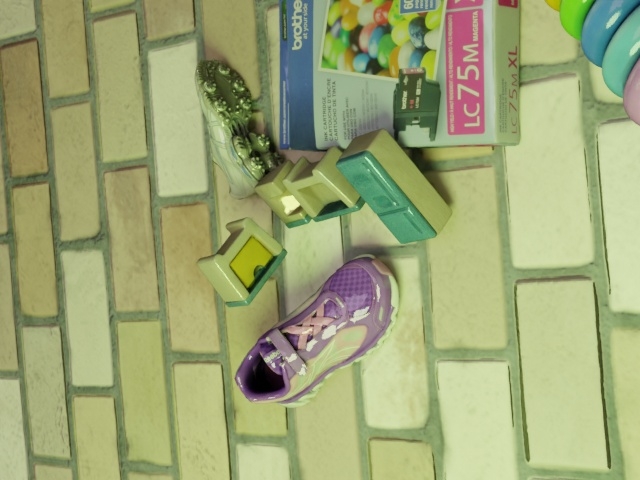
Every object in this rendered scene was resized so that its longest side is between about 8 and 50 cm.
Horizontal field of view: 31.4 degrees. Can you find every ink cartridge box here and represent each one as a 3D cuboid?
[{"bbox_3d":[0.062,-0.189,1.205,0.311,0.065,0.186,2,94,39],"label":"ink cartridge box"}]

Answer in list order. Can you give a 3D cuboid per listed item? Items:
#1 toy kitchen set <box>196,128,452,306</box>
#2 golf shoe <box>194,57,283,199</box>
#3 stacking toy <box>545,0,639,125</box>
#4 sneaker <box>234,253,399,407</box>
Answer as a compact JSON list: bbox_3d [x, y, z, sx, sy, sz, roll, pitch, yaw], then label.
[{"bbox_3d":[0.000,0.000,1.197,0.122,0.166,0.207,48,148,-20],"label":"toy kitchen set"},{"bbox_3d":[-0.115,-0.129,1.343,0.086,0.069,0.176,-43,63,44],"label":"golf shoe"},{"bbox_3d":[0.258,-0.231,1.014,0.141,0.141,0.330,-50,59,29],"label":"stacking toy"},{"bbox_3d":[-0.011,0.109,1.253,0.236,0.104,0.095,-47,65,29],"label":"sneaker"}]
